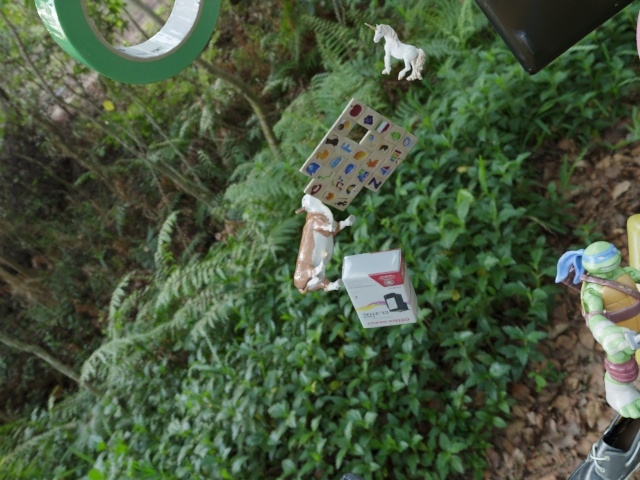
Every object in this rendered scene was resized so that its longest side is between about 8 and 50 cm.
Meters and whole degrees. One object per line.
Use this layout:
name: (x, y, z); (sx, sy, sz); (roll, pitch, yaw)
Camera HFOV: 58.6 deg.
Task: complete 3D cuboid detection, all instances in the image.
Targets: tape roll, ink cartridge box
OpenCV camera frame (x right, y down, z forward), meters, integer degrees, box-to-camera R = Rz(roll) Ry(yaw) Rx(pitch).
tape roll: (-0.317, -0.435, 0.976); (0.077, 0.321, 0.321); (30, 76, 32)
ink cartridge box: (0.135, 0.110, 1.261); (0.128, 0.175, 0.072); (-10, 41, 18)

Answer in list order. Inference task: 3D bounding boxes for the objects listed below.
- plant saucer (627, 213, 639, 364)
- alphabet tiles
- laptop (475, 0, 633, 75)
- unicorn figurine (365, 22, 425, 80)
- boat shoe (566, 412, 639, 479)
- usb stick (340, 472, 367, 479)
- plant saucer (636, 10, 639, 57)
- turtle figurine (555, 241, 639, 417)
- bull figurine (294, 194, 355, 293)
plant saucer: (0.748, 0.079, 1.093); (0.333, 0.081, 0.332); (-13, 70, 52)
alphabet tiles: (0.076, -0.174, 1.267); (0.237, 0.198, 0.009); (-51, 36, 23)
laptop: (0.337, -0.520, 0.780); (0.408, 0.382, 0.236); (-37, 13, 21)
unicorn figurine: (0.181, -0.450, 1.367); (0.060, 0.162, 0.111); (-51, -24, -53)
boat shoe: (0.483, 0.363, 0.960); (0.233, 0.079, 0.084); (-47, 21, 6)
usb stick: (0.151, 0.522, 1.066); (0.278, 0.077, 0.045); (21, 74, 40)
plant saucer: (0.772, -0.464, 1.122); (0.332, 0.332, 0.084); (-39, 33, 16)
turtle figurine: (0.491, 0.132, 0.828); (0.275, 0.266, 0.198); (-5, 29, 37)
bull figurine: (0.000, 0.000, 1.607); (0.188, 0.101, 0.310); (-2, 80, 58)
